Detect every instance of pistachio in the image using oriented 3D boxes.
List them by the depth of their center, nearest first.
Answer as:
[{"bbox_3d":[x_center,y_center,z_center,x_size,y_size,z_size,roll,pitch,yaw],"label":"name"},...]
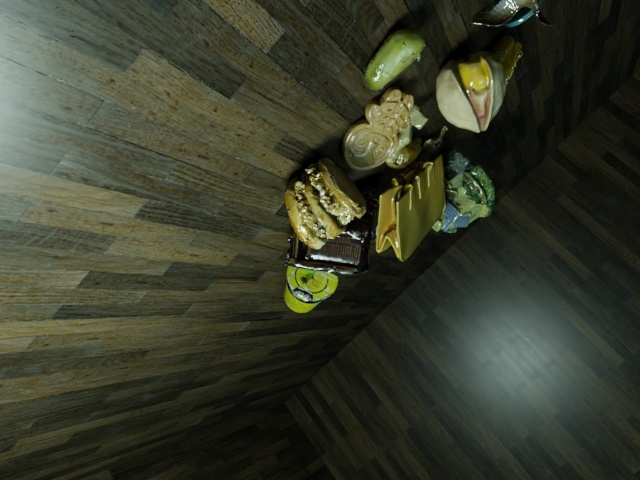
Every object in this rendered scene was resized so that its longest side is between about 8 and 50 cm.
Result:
[{"bbox_3d":[0.485,-0.472,1.573,0.230,0.230,0.309,-42,161,5],"label":"pistachio"}]

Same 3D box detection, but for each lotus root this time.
[{"bbox_3d":[0.311,-0.320,1.768,0.190,0.095,0.108,-29,-170,-36],"label":"lotus root"}]

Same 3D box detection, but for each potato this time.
[{"bbox_3d":[0.188,-0.477,1.286,0.105,0.085,0.188,21,123,-41],"label":"potato"}]

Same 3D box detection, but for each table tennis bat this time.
[{"bbox_3d":[0.642,-0.739,1.513,0.033,0.124,0.201,40,81,-27],"label":"table tennis bat"}]

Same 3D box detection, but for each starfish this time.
[{"bbox_3d":[0.417,-0.371,1.914,0.210,0.053,0.150,-46,170,3],"label":"starfish"}]

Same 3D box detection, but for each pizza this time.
[{"bbox_3d":[0.645,-0.624,1.750,0.297,0.071,0.189,-8,129,-58],"label":"pizza"}]

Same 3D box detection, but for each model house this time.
[{"bbox_3d":[0.052,-0.036,1.746,0.297,0.317,0.283,-67,165,-87],"label":"model house"},{"bbox_3d":[0.531,-0.194,2.076,0.266,0.321,0.261,-33,150,-12],"label":"model house"}]

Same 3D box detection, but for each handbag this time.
[{"bbox_3d":[0.338,-0.139,1.819,0.401,0.133,0.283,-42,141,-40],"label":"handbag"}]

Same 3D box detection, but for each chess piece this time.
[{"bbox_3d":[0.267,-0.357,1.631,0.200,0.090,0.090,-52,155,23],"label":"chess piece"}]

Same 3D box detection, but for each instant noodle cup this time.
[{"bbox_3d":[-0.057,0.192,2.018,0.215,0.216,0.236,-28,162,-27],"label":"instant noodle cup"}]

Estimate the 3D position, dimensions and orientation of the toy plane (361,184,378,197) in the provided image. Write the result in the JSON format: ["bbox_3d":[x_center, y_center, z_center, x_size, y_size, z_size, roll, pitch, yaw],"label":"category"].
[{"bbox_3d":[0.188,-0.189,1.894,0.078,0.031,0.083,-25,159,-3],"label":"toy plane"}]

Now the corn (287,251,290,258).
[{"bbox_3d":[0.000,0.000,1.887,0.288,0.086,0.086,-34,157,-12],"label":"corn"}]

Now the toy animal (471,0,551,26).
[{"bbox_3d":[0.580,-0.687,1.392,0.272,0.197,0.160,-37,155,4],"label":"toy animal"}]

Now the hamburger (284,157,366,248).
[{"bbox_3d":[0.008,-0.113,1.477,0.211,0.261,0.245,-30,129,16],"label":"hamburger"}]

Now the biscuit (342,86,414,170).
[{"bbox_3d":[0.183,-0.337,1.522,0.202,0.044,0.289,14,125,-40],"label":"biscuit"}]

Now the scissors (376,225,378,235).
[{"bbox_3d":[0.299,-0.097,2.241,0.101,0.027,0.204,-9,141,-49],"label":"scissors"}]
